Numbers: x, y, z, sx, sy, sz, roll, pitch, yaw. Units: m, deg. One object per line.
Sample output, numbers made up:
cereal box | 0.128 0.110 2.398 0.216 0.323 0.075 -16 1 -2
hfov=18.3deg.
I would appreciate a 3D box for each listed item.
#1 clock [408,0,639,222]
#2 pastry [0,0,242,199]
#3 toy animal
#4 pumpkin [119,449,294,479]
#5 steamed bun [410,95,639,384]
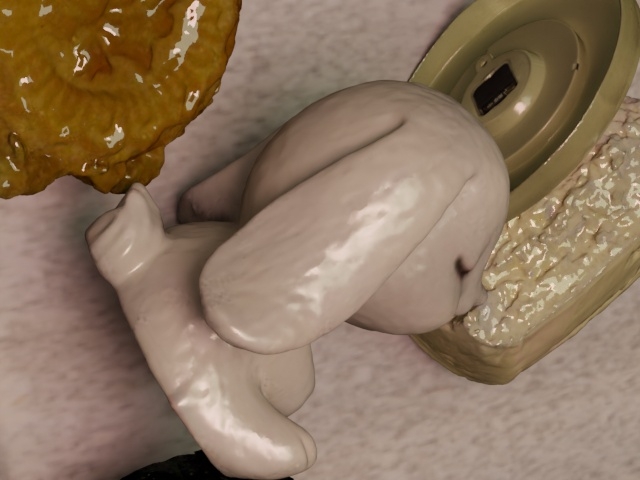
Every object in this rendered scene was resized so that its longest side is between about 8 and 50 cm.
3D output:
clock | 0.133 -0.104 1.439 0.029 0.235 0.235 38 72 -28
pastry | -0.164 -0.151 1.316 0.240 0.132 0.235 -3 103 -39
toy animal | 0.000 0.000 1.312 0.265 0.271 0.206 -33 106 5
pumpkin | -0.071 0.251 1.304 0.233 0.163 0.233 5 62 -9
steamed bun | 0.144 -0.006 1.481 0.225 0.200 0.170 -39 77 -24
